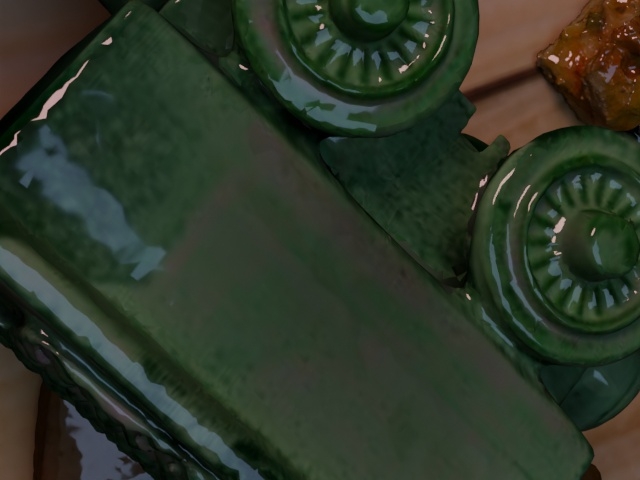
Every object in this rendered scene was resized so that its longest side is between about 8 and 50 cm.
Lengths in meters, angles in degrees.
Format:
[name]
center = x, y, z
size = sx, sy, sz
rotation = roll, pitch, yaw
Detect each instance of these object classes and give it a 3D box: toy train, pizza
[toy train]
center = 0.000, 0.000, 0.482
size = 0.266, 0.145, 0.202
rotation = 44, 75, -15
[pizza]
center = 0.167, -0.076, 0.616
size = 0.134, 0.046, 0.175
rotation = -15, 108, -22

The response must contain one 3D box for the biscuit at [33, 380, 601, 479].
[biscuit]
center = -0.017, 0.156, 0.587
size = 0.278, 0.043, 0.301
rotation = -49, 117, -7
